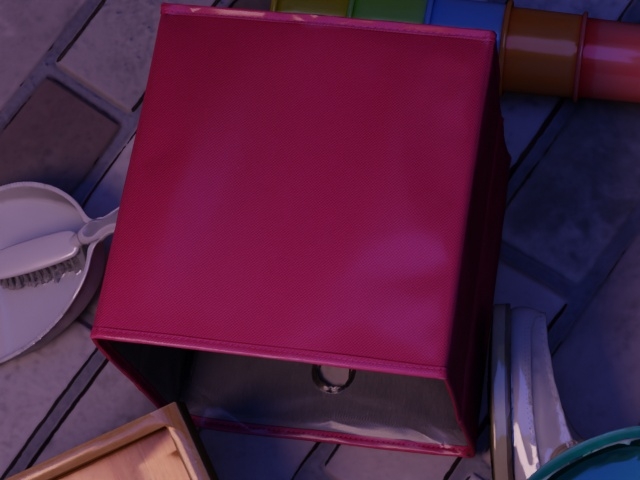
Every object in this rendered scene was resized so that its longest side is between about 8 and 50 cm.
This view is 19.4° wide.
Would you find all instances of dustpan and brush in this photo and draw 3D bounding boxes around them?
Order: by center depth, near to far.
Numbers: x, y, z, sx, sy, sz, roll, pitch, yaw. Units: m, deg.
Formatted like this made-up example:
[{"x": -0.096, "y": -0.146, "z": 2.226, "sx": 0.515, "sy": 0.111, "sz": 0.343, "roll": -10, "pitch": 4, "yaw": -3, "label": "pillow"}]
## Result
[{"x": -0.203, "y": 0.005, "z": 1.509, "sx": 0.211, "sy": 0.060, "sz": 0.147, "roll": -18, "pitch": 70, "yaw": 19, "label": "dustpan and brush"}]

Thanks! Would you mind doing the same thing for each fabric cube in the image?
[{"x": 0.000, "y": 0.000, "z": 1.406, "sx": 0.254, "sy": 0.259, "sz": 0.258, "roll": 5, "pitch": 72, "yaw": 11, "label": "fabric cube"}]

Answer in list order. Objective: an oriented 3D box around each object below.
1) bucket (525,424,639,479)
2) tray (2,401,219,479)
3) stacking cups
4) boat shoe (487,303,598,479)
[{"x": 0.231, "y": 0.253, "z": 1.241, "sx": 0.281, "sy": 0.183, "sz": 0.281, "roll": 0, "pitch": 87, "yaw": 5, "label": "bucket"}, {"x": -0.110, "y": 0.346, "z": 1.365, "sx": 0.203, "sy": 0.076, "sz": 0.411, "roll": -25, "pitch": 85, "yaw": 0, "label": "tray"}, {"x": 0.117, "y": -0.154, "z": 1.523, "sx": 0.316, "sy": 0.096, "sz": 0.096, "roll": 9, "pitch": 74, "yaw": 10, "label": "stacking cups"}, {"x": 0.182, "y": 0.194, "z": 1.400, "sx": 0.103, "sy": 0.113, "sz": 0.302, "roll": -6, "pitch": 83, "yaw": 5, "label": "boat shoe"}]
